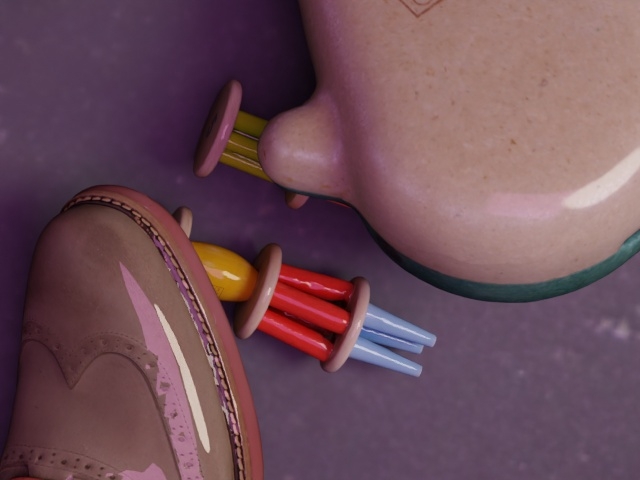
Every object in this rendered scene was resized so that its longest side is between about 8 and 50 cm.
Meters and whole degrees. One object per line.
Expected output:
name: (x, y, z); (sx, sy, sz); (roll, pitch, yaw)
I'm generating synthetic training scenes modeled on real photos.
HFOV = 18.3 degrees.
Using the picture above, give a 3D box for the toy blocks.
toy blocks: (0.000, 0.000, 1.012); (0.148, 0.054, 0.123); (21, 92, -14)

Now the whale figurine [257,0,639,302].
whale figurine: (0.060, -0.086, 0.969); (0.216, 0.141, 0.272); (-39, 67, -12)

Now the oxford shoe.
oxford shoe: (-0.110, 0.150, 0.950); (0.130, 0.123, 0.348); (-13, 102, -53)
